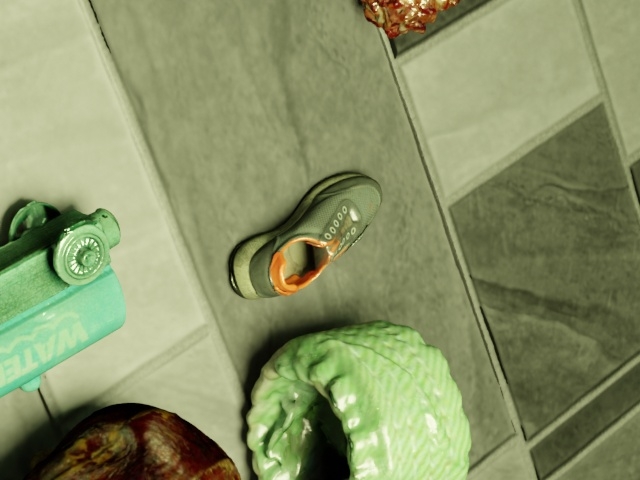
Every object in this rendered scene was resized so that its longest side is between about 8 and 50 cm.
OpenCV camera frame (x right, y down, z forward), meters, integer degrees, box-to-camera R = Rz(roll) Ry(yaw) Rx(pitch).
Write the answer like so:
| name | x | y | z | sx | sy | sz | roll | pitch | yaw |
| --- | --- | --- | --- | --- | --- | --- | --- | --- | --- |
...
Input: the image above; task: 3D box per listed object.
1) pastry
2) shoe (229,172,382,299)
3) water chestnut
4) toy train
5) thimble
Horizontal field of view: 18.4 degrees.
| name | x | y | z | sx | sy | sz | roll | pitch | yaw |
| --- | --- | --- | --- | --- | --- | --- | --- | --- | --- |
| pastry | 0.114 | -0.297 | 1.984 | 0.208 | 0.115 | 0.097 | -46 | 129 | -25 |
| shoe | 0.001 | -0.001 | 1.953 | 0.194 | 0.077 | 0.074 | -35 | 115 | -30 |
| water chestnut | -0.165 | 0.264 | 1.760 | 0.238 | 0.223 | 0.223 | 45 | 64 | 3 |
| toy train | -0.273 | 0.067 | 1.739 | 0.248 | 0.101 | 0.159 | -31 | 127 | -30 |
| thimble | 0.032 | 0.191 | 1.923 | 0.150 | 0.219 | 0.219 | -11 | 102 | -35 |
